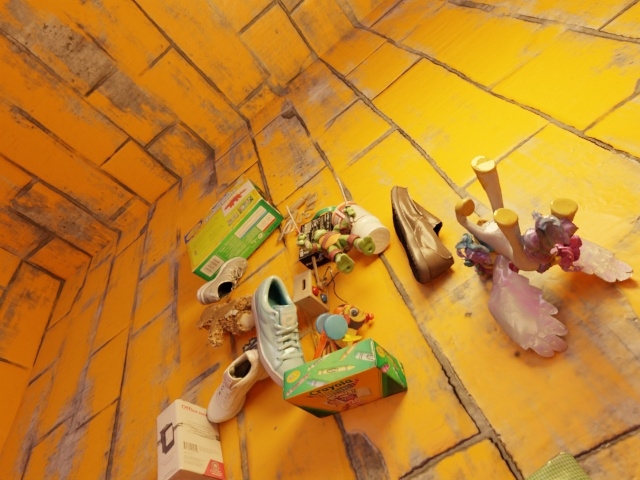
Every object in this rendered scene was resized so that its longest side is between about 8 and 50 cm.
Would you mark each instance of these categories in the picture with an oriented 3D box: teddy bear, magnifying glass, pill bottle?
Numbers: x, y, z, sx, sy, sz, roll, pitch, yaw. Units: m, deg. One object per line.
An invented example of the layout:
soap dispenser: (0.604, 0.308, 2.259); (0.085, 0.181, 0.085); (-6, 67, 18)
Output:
teddy bear: (-0.318, 0.296, 1.526); (0.338, 0.113, 0.245); (-26, 31, 23)
magnifying glass: (-0.016, -0.081, 1.628); (0.231, 0.092, 0.026); (-30, 66, 37)
pill bottle: (0.138, -0.045, 1.399); (0.121, 0.121, 0.221); (-46, 37, 0)

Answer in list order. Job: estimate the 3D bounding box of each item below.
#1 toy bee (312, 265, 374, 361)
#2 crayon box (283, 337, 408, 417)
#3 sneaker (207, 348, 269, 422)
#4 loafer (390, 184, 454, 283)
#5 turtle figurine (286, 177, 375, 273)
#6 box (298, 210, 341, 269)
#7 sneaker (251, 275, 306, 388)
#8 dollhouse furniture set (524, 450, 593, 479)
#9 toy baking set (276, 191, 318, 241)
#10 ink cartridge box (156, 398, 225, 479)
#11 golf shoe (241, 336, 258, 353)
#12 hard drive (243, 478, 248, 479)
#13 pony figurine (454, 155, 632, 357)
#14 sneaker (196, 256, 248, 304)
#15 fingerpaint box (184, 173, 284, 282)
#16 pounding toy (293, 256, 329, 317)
toy bee: (0.076, 0.248, 1.175); (0.195, 0.162, 0.298); (-133, 57, -71)
crayon box: (0.061, 0.365, 1.054); (0.278, 0.165, 0.081); (-28, 40, 23)
sneaker: (-0.282, 0.456, 1.294); (0.305, 0.152, 0.114); (-51, 57, 6)
loafer: (0.307, -0.031, 1.243); (0.130, 0.133, 0.365); (-14, 53, 3)
turtle figurine: (0.029, -0.029, 1.268); (0.266, 0.198, 0.274); (35, 127, 53)
box: (0.000, 0.000, 1.528); (0.147, 0.077, 0.180); (-26, 41, 25)
sneaker: (-0.124, 0.272, 1.249); (0.366, 0.135, 0.150); (63, 144, 29)
dollhouse furniture set: (0.350, 0.501, 0.656); (0.301, 0.151, 0.197); (-43, 37, 4)
toy baking set: (-0.107, -0.111, 1.746); (0.256, 0.030, 0.196); (-41, 25, 17)
ink cartridge box: (-0.400, 0.634, 1.243); (0.100, 0.172, 0.237); (-43, 37, 7)
golf shoe: (-0.176, 0.338, 1.401); (0.094, 0.077, 0.198); (35, 86, 37)
hard drive: (-0.264, 0.780, 1.073); (0.255, 0.054, 0.172); (-40, 37, 9)
pony figurine: (0.452, 0.025, 0.900); (0.303, 0.363, 0.351); (-42, 52, -7)
sneaker: (-0.378, 0.174, 1.686); (0.115, 0.105, 0.281); (1, 36, 33)
fingerpaint box: (-0.417, -0.056, 1.906); (0.445, 0.163, 0.371); (-47, 34, 3)
pounding toy: (-0.025, 0.156, 1.362); (0.100, 0.130, 0.141); (-27, 41, 24)
